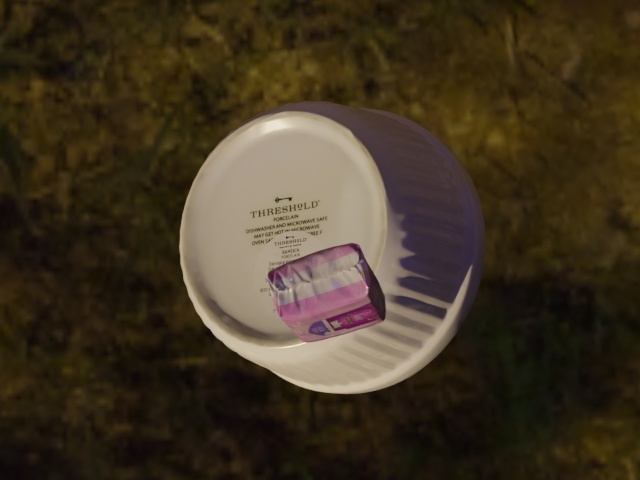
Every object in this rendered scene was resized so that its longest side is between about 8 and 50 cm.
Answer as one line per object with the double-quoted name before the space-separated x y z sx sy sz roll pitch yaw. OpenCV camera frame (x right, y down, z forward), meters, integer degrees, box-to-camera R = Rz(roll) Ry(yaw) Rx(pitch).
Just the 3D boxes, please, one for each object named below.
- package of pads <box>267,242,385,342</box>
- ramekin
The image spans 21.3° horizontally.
"package of pads" 0.005 0.028 0.874 0.050 0.032 0.083 -16 166 5
"ramekin" 0.000 0.000 1.186 0.207 0.207 0.109 -24 160 23
